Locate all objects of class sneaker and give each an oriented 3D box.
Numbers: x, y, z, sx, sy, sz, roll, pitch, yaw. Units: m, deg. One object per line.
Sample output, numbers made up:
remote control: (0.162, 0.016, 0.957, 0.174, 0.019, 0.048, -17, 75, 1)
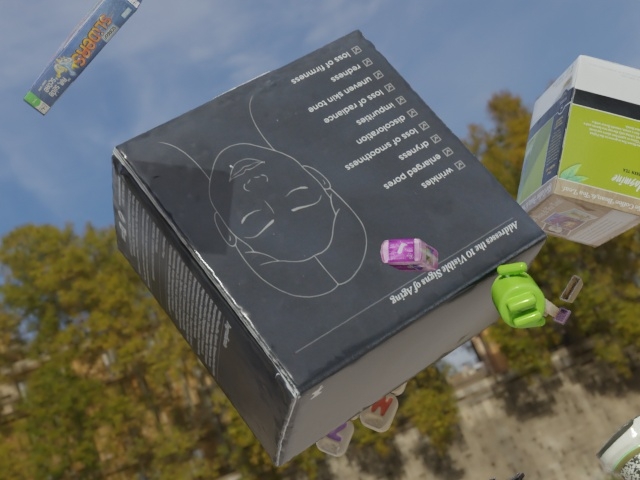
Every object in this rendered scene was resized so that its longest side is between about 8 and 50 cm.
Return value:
sneaker: (0.675, 0.462, 2.024, 0.410, 0.182, 0.158, 20, -58, -43)

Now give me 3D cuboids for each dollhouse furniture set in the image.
dollhouse furniture set: (0.530, 0.115, 2.445, 0.114, 0.081, 0.091, -58, 23, -3)

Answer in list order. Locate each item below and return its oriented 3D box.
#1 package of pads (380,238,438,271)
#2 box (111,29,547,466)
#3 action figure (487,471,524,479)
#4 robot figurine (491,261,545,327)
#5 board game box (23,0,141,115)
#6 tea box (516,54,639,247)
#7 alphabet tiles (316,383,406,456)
package of pads: (0.110, 0.019, 1.313, 0.050, 0.032, 0.083, -4, -11, 21)
box: (0.000, 0.000, 1.683, 0.479, 0.472, 0.297, -29, -24, -24)
action figure: (0.339, 0.483, 1.672, 0.164, 0.276, 0.141, 11, -59, -38)
robot figurine: (0.278, 0.082, 1.517, 0.067, 0.101, 0.115, -23, 16, 5)
board game box: (-0.280, -0.258, 1.323, 0.035, 0.136, 0.201, 39, -57, -19)
tea box: (0.594, -0.187, 2.384, 0.219, 0.324, 0.329, 15, -12, -3)
alphabet tiles: (0.012, 0.229, 1.923, 0.284, 0.278, 0.021, 21, -16, 10)
